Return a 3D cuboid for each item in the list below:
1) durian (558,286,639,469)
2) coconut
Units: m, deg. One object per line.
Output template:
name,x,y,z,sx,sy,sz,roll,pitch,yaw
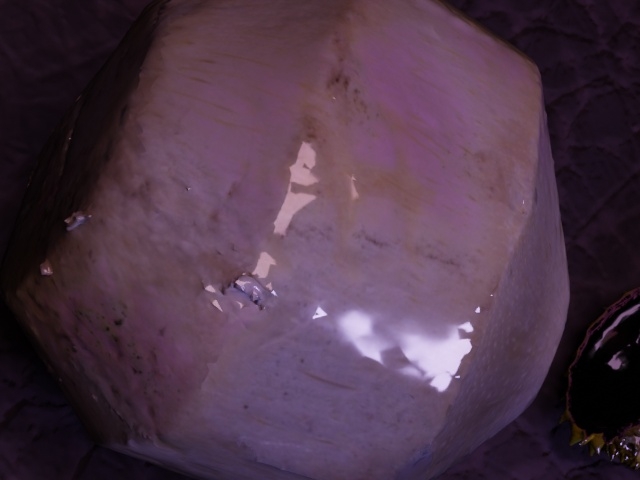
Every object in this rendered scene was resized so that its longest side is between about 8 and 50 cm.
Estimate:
durian,0.249,0.104,1.414,0.186,0.119,0.108,-41,131,-15
coconut,0.000,0.000,1.203,0.352,0.352,0.353,6,73,-21
